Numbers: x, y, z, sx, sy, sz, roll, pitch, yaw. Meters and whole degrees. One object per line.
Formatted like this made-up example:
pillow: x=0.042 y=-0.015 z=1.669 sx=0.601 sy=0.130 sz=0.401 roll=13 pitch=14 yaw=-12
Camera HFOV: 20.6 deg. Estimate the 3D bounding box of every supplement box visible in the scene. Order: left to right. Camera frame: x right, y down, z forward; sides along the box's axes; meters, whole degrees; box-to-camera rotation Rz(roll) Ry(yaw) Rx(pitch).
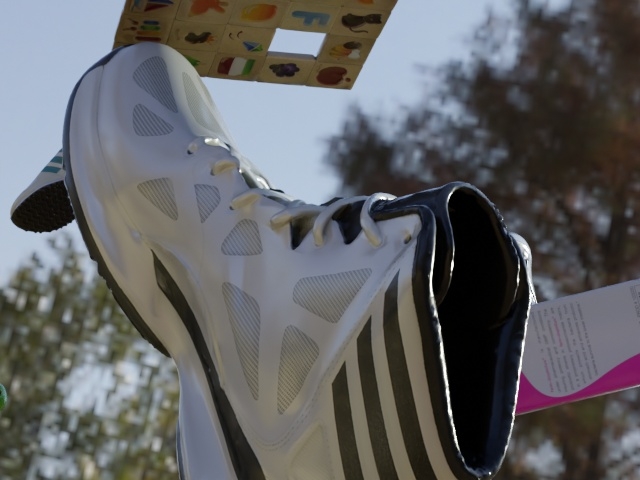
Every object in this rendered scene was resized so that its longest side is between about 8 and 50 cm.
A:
supplement box: x=0.286 y=0.116 z=1.914 sx=0.220 sy=0.111 sz=0.114 roll=-13 pitch=-8 yaw=-2

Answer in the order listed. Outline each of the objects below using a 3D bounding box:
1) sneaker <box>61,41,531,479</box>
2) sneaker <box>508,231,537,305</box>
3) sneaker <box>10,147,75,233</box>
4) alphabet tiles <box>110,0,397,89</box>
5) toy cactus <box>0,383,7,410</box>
sneaker: x=0.001 y=0.001 z=1.138 sx=0.257 sy=0.448 sz=0.169 roll=-40 pitch=-33 yaw=28
sneaker: x=0.268 y=0.100 z=2.337 sx=0.086 sy=0.163 sz=0.226 roll=-21 pitch=-36 yaw=3
sneaker: x=-0.268 y=-0.073 z=1.897 sx=0.057 sy=0.161 sz=0.075 roll=47 pitch=8 yaw=-31
alphabet tiles: x=-0.041 y=-0.180 z=1.286 sx=0.198 sy=0.009 sz=0.237 roll=4 pitch=-27 yaw=-14
toy cactus: x=-0.383 y=0.137 z=1.479 sx=0.219 sy=0.112 sz=0.180 roll=-23 pitch=24 yaw=-21
